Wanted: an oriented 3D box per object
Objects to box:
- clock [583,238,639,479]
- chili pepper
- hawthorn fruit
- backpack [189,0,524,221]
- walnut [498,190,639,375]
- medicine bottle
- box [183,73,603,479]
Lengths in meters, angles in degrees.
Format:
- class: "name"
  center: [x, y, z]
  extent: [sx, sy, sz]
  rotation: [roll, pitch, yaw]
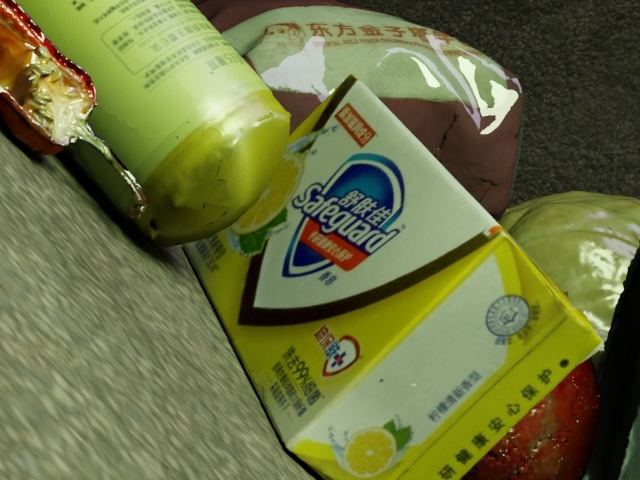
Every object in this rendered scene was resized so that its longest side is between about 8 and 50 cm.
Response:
- class: "clock"
  center: [0.220, 0.133, 1.076]
  extent: [0.061, 0.312, 0.312]
  rotation: [14, 2, 6]
- class: "chili pepper"
  center: [-0.186, -0.109, 0.836]
  extent: [0.268, 0.059, 0.050]
  rotation: [43, -36, -18]
- class: "hawthorn fruit"
  center: [0.125, 0.109, 1.083]
  extent: [0.148, 0.172, 0.148]
  rotation: [23, -10, 4]
- class: "backpack"
  center: [-0.026, -0.102, 1.281]
  extent: [0.283, 0.197, 0.317]
  rotation: [5, 16, -28]
- class: "walnut"
  center: [0.227, 0.098, 1.374]
  extent: [0.277, 0.253, 0.282]
  rotation: [19, 60, -33]
- class: "medicine bottle"
  center: [-0.123, -0.105, 0.935]
  extent: [0.239, 0.124, 0.124]
  rotation: [49, 5, 7]
- class: "box"
  center: [0.030, 0.027, 0.939]
  extent: [0.097, 0.168, 0.265]
  rotation: [42, 8, -29]
